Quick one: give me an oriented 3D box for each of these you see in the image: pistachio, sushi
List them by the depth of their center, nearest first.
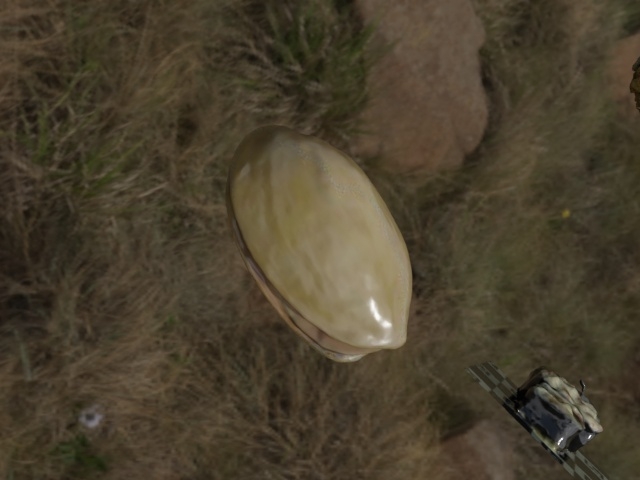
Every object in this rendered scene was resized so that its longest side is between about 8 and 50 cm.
[{"bbox_3d":[0.000,0.000,1.133,0.181,0.162,0.293,-29,97,-30],"label":"pistachio"},{"bbox_3d":[0.399,0.272,1.632,0.296,0.100,0.373,45,8,16],"label":"sushi"}]

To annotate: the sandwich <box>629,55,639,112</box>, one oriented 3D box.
[{"bbox_3d":[0.442,-0.174,0.862,0.273,0.249,0.095,-7,68,-43],"label":"sandwich"}]
